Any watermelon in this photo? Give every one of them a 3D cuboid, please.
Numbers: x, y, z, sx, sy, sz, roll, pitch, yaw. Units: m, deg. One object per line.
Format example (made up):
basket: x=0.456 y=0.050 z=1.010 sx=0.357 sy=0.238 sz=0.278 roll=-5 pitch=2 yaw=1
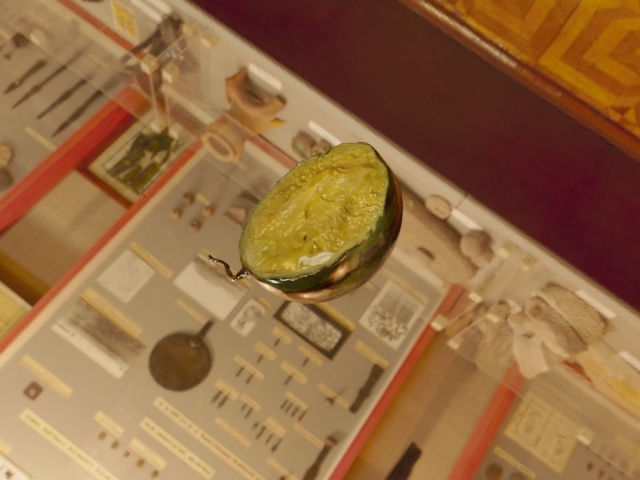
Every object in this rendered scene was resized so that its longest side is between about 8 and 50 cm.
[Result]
watermelon: x=0.006 y=-0.005 z=0.763 sx=0.204 sy=0.232 sz=0.127 roll=31 pitch=167 yaw=50
